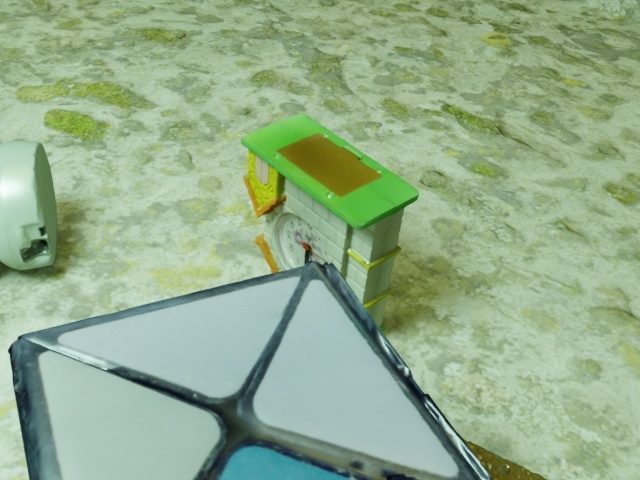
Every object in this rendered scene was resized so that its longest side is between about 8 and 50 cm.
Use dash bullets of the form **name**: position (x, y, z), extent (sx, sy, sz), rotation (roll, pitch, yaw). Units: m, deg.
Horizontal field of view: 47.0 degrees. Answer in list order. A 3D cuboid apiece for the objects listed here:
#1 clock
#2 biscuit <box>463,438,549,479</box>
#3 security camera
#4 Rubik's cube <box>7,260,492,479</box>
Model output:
- **clock**: position (0.000, 0.000, 0.984), extent (0.106, 0.255, 0.219), rotation (-27, 50, -33)
- **biscuit**: position (0.204, 0.298, 0.803), extent (0.230, 0.025, 0.131), rotation (22, 40, 23)
- **security camera**: position (-0.506, -0.044, 1.047), extent (0.236, 0.195, 0.195), rotation (-4, 38, -13)
- **Rubik's cube**: position (-0.067, 0.240, 0.617), extent (0.305, 0.307, 0.310), rotation (-11, 41, -23)
